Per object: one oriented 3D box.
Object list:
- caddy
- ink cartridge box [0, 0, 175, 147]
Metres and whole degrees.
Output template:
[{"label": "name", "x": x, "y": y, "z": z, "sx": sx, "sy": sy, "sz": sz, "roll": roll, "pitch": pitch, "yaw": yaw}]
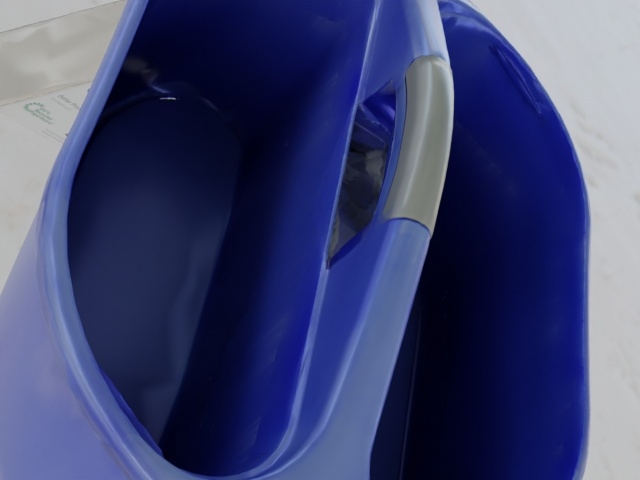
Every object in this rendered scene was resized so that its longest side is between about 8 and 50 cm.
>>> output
[{"label": "caddy", "x": 0.000, "y": 0.000, "z": 0.475, "sx": 0.241, "sy": 0.179, "sz": 0.341, "roll": 27, "pitch": 48, "yaw": -19}, {"label": "ink cartridge box", "x": -0.055, "y": -0.132, "z": 0.794, "sx": 0.165, "sy": 0.332, "sz": 0.065, "roll": 39, "pitch": 43, "yaw": -70}]
